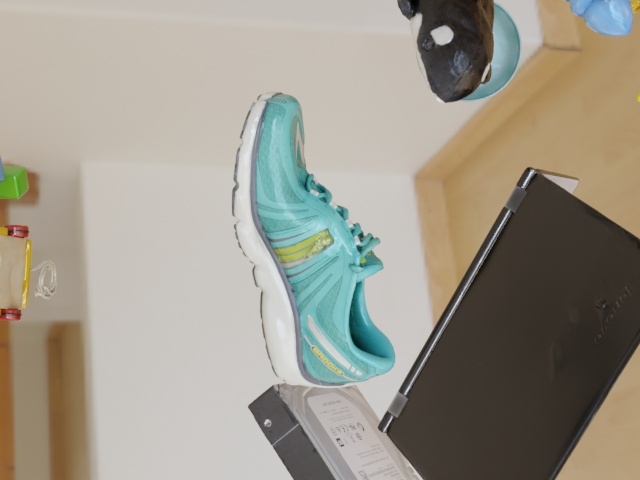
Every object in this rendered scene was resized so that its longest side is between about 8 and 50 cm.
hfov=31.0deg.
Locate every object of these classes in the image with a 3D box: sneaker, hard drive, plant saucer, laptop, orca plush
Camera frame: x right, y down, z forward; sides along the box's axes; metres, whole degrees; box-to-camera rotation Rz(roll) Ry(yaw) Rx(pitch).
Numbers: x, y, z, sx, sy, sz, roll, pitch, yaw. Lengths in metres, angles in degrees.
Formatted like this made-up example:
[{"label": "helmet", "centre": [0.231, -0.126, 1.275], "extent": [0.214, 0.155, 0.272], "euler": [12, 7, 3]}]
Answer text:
[{"label": "sneaker", "centre": [0.000, 0.000, 0.995], "extent": [0.107, 0.110, 0.275], "euler": [-50, -49, -56]}, {"label": "hard drive", "centre": [0.061, 0.342, 1.614], "extent": [0.064, 0.237, 0.339], "euler": [-40, 71, 20]}, {"label": "plant saucer", "centre": [0.167, -0.217, 1.307], "extent": [0.021, 0.119, 0.119], "euler": [-77, -11, -84]}, {"label": "laptop", "centre": [0.270, 0.132, 1.424], "extent": [0.236, 0.408, 0.382], "euler": [34, 103, 20]}, {"label": "orca plush", "centre": [0.170, -0.255, 1.207], "extent": [0.102, 0.151, 0.287], "euler": [-28, 17, 32]}]

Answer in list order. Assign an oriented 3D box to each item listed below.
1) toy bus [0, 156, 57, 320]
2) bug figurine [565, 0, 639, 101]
[{"label": "toy bus", "centre": [-0.361, 0.027, 1.142], "extent": [0.191, 0.104, 0.202], "euler": [-73, -18, -48]}, {"label": "bug figurine", "centre": [0.274, -0.155, 0.885], "extent": [0.072, 0.279, 0.216], "euler": [-49, 66, 30]}]
